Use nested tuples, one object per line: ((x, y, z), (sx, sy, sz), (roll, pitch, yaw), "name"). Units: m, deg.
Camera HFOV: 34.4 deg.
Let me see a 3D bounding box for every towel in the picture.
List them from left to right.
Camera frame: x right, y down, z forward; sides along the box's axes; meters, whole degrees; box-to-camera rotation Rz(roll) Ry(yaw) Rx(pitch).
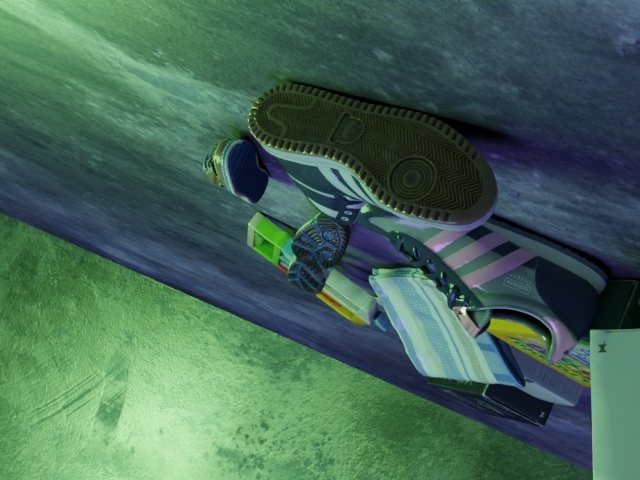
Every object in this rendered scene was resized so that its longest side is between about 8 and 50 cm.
((0.187, 0.133, 1.596), (0.209, 0.034, 0.285), (61, 157, -10), "towel")

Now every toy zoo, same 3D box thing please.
((-0.002, 0.066, 1.787), (0.293, 0.030, 0.192), (37, 169, 2), "toy zoo")

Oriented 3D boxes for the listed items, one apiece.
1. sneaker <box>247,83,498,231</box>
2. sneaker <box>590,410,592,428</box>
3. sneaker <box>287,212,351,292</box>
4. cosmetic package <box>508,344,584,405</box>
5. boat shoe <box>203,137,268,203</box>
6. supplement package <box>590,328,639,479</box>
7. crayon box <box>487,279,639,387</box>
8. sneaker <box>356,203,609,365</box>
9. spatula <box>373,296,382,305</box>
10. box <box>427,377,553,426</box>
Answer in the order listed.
((0.067, -0.062, 1.050), (0.282, 0.099, 0.153), (26, 166, 31), "sneaker")
((0.598, 0.315, 1.726), (0.283, 0.107, 0.124), (17, 152, 18), "sneaker")
((0.000, 0.000, 1.544), (0.080, 0.081, 0.211), (26, 151, -3), "sneaker")
((0.316, 0.184, 1.685), (0.231, 0.086, 0.117), (28, 168, -21), "cosmetic package")
((-0.122, -0.095, 1.378), (0.066, 0.066, 0.183), (23, 168, 13), "boat shoe")
((0.420, 0.200, 1.054), (0.261, 0.204, 0.145), (-6, 155, 24), "supplement package")
((0.361, 0.128, 1.350), (0.203, 0.083, 0.323), (29, 168, -21), "crayon box")
((0.167, 0.037, 1.215), (0.319, 0.131, 0.112), (22, 169, 14), "sneaker")
((0.216, 0.151, 1.916), (0.168, 0.019, 0.242), (37, 163, -27), "spatula")
((0.328, 0.264, 1.952), (0.153, 0.108, 0.207), (30, 167, -22), "box")
